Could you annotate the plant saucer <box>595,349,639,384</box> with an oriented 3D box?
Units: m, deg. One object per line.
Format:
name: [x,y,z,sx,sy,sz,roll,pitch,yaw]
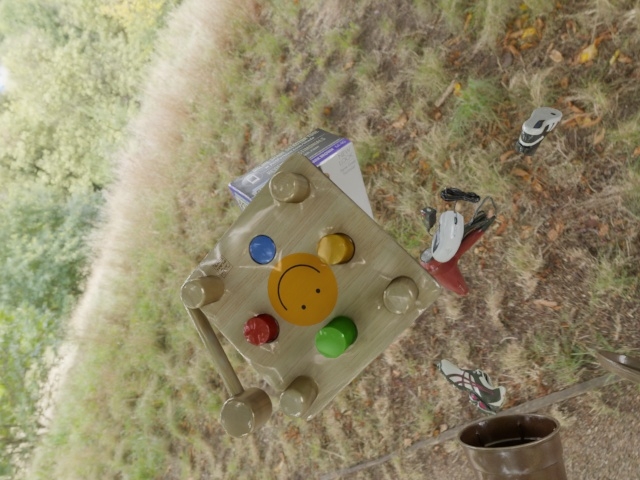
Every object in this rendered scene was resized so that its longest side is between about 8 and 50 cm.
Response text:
plant saucer: [0.995,0.406,1.311,0.278,0.278,0.041,17,96,41]

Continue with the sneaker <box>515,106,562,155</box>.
sneaker: [0.685,-0.342,1.375,0.079,0.217,0.121,37,141,28]

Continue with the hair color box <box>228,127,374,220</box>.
hair color box: [0.000,0.000,0.766,0.185,0.339,0.110,-36,40,-16]

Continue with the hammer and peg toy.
hammer and peg toy: [-0.063,0.095,0.566,0.266,0.127,0.361,45,104,10]

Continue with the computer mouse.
computer mouse: [0.336,-0.037,1.084,0.042,0.106,0.193,-166,89,-72]

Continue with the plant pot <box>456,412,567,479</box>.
plant pot: [0.331,0.395,0.708,0.167,0.167,0.165,-20,79,35]

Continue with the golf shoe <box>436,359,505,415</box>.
golf shoe: [0.556,0.516,1.591,0.273,0.105,0.120,39,101,46]

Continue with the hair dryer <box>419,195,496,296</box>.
hair dryer: [0.384,0.033,1.184,0.080,0.224,0.293,-106,11,-62]
